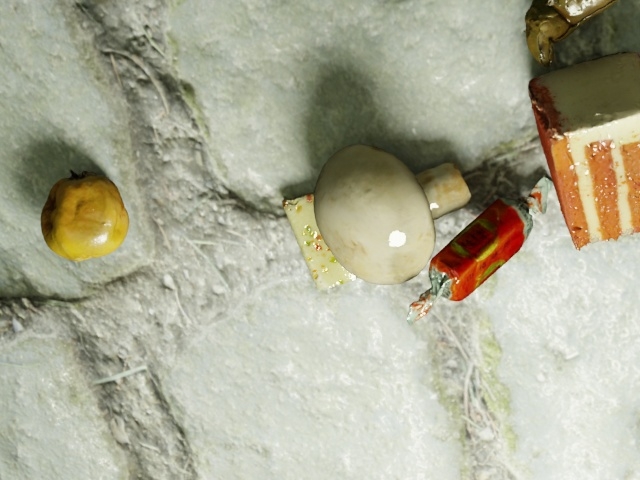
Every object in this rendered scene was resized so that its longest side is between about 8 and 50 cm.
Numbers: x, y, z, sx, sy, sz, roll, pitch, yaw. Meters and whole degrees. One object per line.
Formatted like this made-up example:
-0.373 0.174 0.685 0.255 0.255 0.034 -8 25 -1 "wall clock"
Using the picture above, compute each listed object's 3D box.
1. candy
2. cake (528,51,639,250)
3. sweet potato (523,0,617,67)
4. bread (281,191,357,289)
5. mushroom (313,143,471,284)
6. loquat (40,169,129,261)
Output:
0.220 0.013 1.446 0.059 0.292 0.086 39 160 31 "candy"
0.383 -0.098 1.379 0.158 0.159 0.262 -16 107 12 "cake"
0.344 -0.368 1.328 0.124 0.098 0.310 15 108 13 "sweet potato"
0.000 0.000 1.554 0.068 0.028 0.153 -17 107 14 "bread"
0.089 -0.053 1.445 0.206 0.206 0.209 39 85 -4 "mushroom"
-0.351 -0.037 1.563 0.137 0.113 0.137 0 90 22 "loquat"
